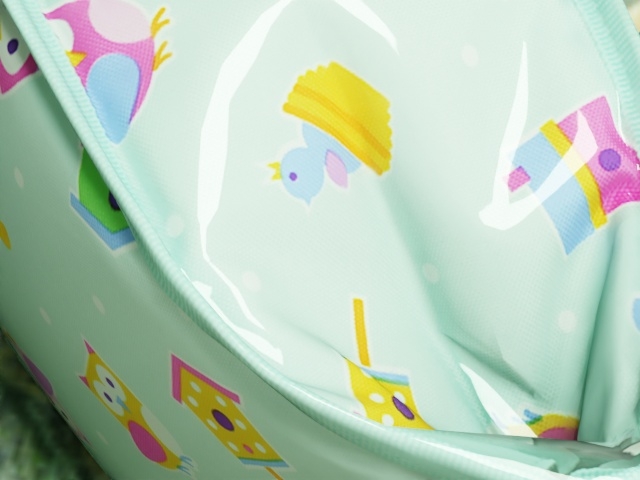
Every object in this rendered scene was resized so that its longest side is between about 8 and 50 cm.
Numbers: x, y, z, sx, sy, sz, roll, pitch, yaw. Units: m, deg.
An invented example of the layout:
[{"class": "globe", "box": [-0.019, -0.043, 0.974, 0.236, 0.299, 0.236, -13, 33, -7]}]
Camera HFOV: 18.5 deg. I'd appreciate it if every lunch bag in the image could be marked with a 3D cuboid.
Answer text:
[{"class": "lunch bag", "box": [0.000, 0.000, 0.513, 0.160, 0.223, 0.262, -26, 65, -19]}]
